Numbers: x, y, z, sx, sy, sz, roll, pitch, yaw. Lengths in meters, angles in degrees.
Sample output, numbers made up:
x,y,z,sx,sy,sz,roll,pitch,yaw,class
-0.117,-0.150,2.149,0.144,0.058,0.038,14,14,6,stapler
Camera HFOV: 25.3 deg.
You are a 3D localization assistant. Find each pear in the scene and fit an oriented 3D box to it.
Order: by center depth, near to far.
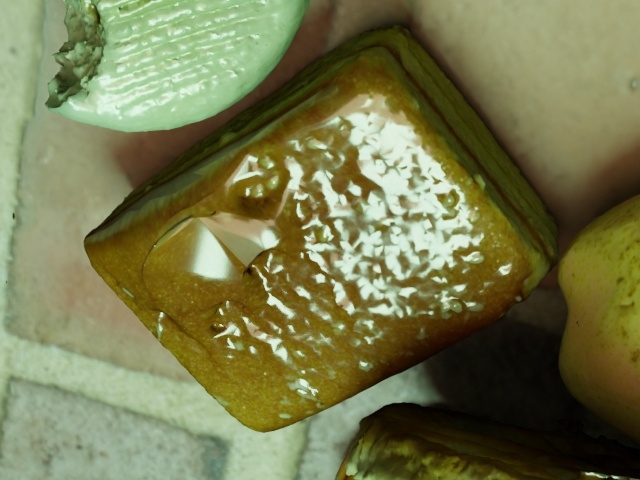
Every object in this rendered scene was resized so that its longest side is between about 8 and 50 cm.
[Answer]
x,y,z,sx,sy,sz,roll,pitch,yaw,class
0.217,0.046,0.816,0.178,0.178,0.178,6,119,10,pear

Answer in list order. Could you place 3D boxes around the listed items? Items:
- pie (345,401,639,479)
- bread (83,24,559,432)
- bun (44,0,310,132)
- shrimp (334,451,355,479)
x,y,z,sx,sy,sz,roll,pitch,yaw,class
0.159,0.159,0.818,0.315,0.315,0.092,14,91,6,pie
0.000,0.000,0.864,0.234,0.110,0.184,-33,107,26,bread
-0.106,-0.169,0.789,0.204,0.126,0.212,-1,127,-15,bun
0.100,0.230,0.996,0.150,0.068,0.248,-15,109,14,shrimp
